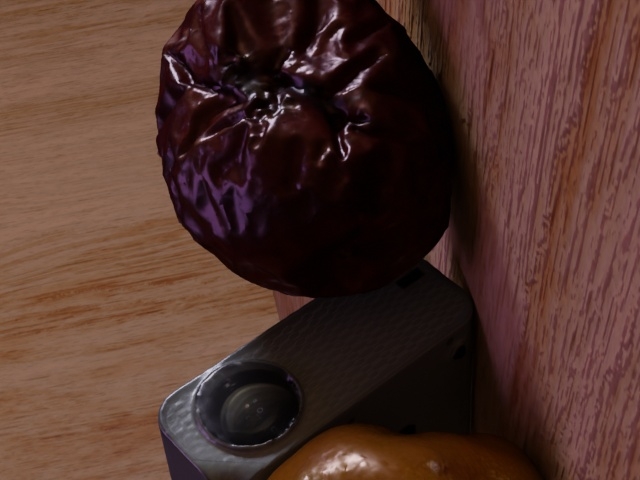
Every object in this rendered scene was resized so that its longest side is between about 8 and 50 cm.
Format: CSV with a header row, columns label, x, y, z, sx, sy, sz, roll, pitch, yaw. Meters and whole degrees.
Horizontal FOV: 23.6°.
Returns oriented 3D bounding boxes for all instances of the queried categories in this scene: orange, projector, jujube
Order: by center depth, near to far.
label,x,y,z,sx,sy,sz,roll,pitch,yaw
orange,0.051,0.214,1.035,0.249,0.249,0.183,90,-176,-62
jujube,-0.014,-0.073,1.120,0.213,0.213,0.232,88,168,-58
projector,0.007,0.151,1.182,0.108,0.250,0.198,41,151,34
